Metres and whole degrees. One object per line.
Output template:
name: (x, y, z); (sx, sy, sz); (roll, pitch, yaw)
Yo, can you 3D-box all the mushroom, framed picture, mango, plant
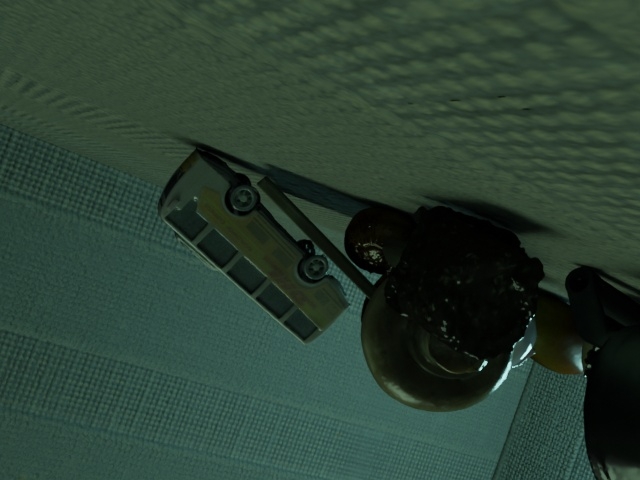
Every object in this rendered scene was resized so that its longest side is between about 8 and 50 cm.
mushroom: (0.085, 0.002, 1.009); (0.109, 0.085, 0.126); (33, 158, 29)
framed picture: (0.000, 0.000, 1.143); (0.240, 0.020, 0.324); (45, 180, -2)
mango: (0.432, 0.172, 1.394); (0.289, 0.129, 0.146); (28, -178, -42)
plant: (0.147, 0.037, 0.779); (0.142, 0.131, 0.203); (17, -172, -21)
mushroom: (0.157, 0.121, 0.913); (0.204, 0.204, 0.204); (20, 177, 1)

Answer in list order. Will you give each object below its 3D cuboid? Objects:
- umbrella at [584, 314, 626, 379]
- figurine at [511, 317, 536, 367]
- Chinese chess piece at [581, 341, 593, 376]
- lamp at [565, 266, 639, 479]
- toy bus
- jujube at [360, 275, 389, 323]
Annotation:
umbrella: (0.528, 0.181, 0.979); (0.336, 0.128, 0.154); (12, -169, 1)
figurine: (0.256, 0.104, 1.100); (0.133, 0.200, 0.276); (2, 145, 20)
Chinese chess piece: (0.577, 0.215, 1.247); (0.249, 0.103, 0.250); (15, 172, 2)
lamp: (0.415, 0.177, 0.716); (0.205, 0.374, 0.272); (29, 141, -30)
toy bus: (-0.099, 0.011, 1.129); (0.342, 0.138, 0.097); (43, -177, -22)
jujube: (0.260, 0.192, 1.636); (0.276, 0.276, 0.377); (22, 179, -38)
